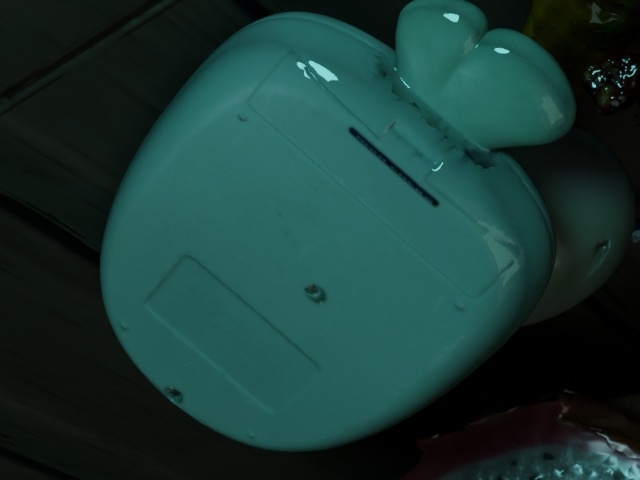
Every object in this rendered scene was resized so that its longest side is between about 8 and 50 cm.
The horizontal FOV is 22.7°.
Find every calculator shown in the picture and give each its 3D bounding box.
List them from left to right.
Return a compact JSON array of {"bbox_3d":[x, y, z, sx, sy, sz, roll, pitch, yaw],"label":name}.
[{"bbox_3d":[0.000,0.000,0.720,0.184,0.042,0.295,41,133,-3],"label":"calculator"}]

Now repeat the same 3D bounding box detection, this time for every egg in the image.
[{"bbox_3d":[0.084,-0.008,0.768,0.135,0.103,0.103,-16,147,19],"label":"egg"}]

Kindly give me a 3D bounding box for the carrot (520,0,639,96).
[{"bbox_3d":[0.141,-0.150,0.628,0.066,0.066,0.314,1,147,-20],"label":"carrot"}]

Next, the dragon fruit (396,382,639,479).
[{"bbox_3d":[0.172,0.237,1.004,0.305,0.305,0.226,-27,165,19],"label":"dragon fruit"}]

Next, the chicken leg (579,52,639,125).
[{"bbox_3d":[0.194,-0.078,0.726,0.219,0.048,0.089,-12,158,-26],"label":"chicken leg"}]

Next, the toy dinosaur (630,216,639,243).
[{"bbox_3d":[0.265,-0.032,0.820,0.329,0.076,0.144,-18,154,38],"label":"toy dinosaur"}]
